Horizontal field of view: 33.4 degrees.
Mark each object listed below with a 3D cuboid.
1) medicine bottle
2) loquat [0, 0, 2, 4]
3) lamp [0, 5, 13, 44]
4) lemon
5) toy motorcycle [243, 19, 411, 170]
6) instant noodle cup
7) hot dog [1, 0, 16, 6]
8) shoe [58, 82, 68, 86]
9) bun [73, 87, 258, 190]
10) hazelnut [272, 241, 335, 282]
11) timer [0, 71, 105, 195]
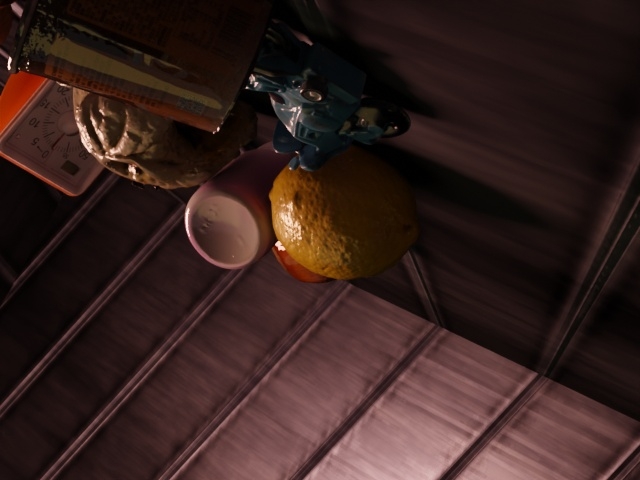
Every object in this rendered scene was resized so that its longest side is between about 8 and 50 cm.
[{"bbox_3d":[-0.107,-0.067,1.763,0.152,0.152,0.254,27,-150,10],"label":"medicine bottle"},{"bbox_3d":[-0.397,-0.296,0.944,0.359,0.329,0.328,-4,-165,-36],"label":"loquat"},{"bbox_3d":[-0.598,-0.389,1.835,0.136,0.136,0.136,28,174,3],"label":"lamp"},{"bbox_3d":[0.032,-0.045,1.593,0.260,0.204,0.204,19,170,36],"label":"lemon"},{"bbox_3d":[-0.037,-0.176,1.243,0.272,0.124,0.182,30,152,-30],"label":"toy motorcycle"},{"bbox_3d":[-0.161,-0.219,1.014,0.207,0.217,0.217,23,175,-13],"label":"instant noodle cup"},{"bbox_3d":[-0.546,-0.393,1.435,0.267,0.174,0.387,30,164,-39],"label":"hot dog"},{"bbox_3d":[-0.424,-0.322,1.813,0.112,0.099,0.227,5,-155,-41],"label":"shoe"},{"bbox_3d":[-0.262,-0.188,1.669,0.281,0.205,0.281,30,175,3],"label":"bun"},{"bbox_3d":[0.000,0.000,2.238,0.214,0.176,0.214,0,167,0],"label":"hazelnut"},{"bbox_3d":[-0.511,-0.240,2.122,0.161,0.250,0.257,24,173,35],"label":"timer"}]
